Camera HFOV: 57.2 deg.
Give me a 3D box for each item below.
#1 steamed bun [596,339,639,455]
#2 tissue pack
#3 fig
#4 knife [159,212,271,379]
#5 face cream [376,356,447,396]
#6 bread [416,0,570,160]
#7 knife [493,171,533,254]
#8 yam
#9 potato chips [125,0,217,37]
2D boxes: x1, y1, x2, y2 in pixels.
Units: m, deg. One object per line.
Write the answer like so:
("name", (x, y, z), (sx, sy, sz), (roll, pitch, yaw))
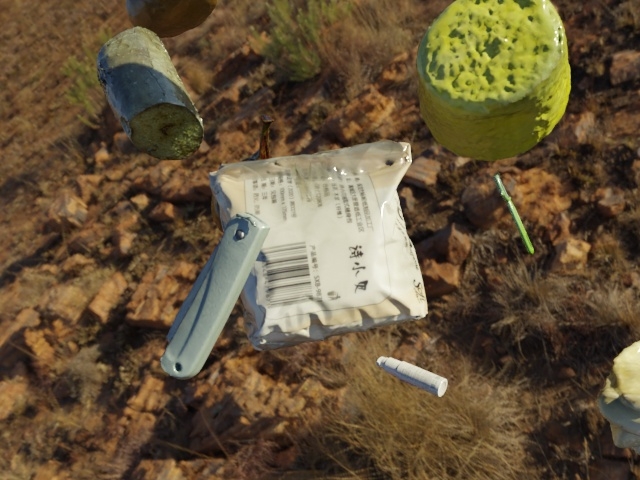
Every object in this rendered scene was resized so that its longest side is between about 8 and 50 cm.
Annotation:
("steamed bun", (0.626, 0.256, 0.941), (0.247, 0.189, 0.428), (-7, 8, 42))
("tissue pack", (0.000, 0.000, 1.094), (0.390, 0.195, 0.375), (-8, 78, -1))
("fig", (-0.130, -0.125, 1.316), (0.290, 0.191, 0.190), (-44, 31, 42))
("knife", (-0.094, 0.048, 0.501), (0.044, 0.023, 0.162), (33, 104, 20))
("face cream", (0.159, 0.236, 1.040), (0.130, 0.034, 0.034), (17, 66, 35))
("bread", (0.372, -0.364, 1.292), (0.348, 0.308, 0.348), (-1, 86, 20))
("knife", (0.458, -0.062, 1.391), (0.015, 0.212, 0.054), (-24, 3, 26))
("yam", (-0.319, -0.272, 1.076), (0.154, 0.154, 0.254), (-33, 60, 8))
("potato chips", (-0.300, -0.470, 1.170), (0.202, 0.150, 0.049), (-22, 57, 22))
